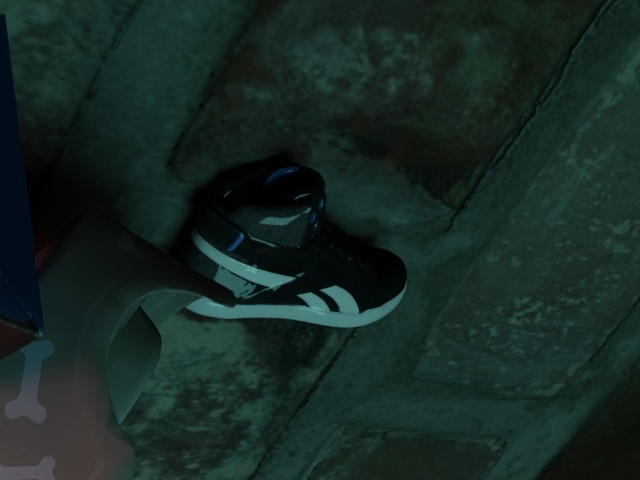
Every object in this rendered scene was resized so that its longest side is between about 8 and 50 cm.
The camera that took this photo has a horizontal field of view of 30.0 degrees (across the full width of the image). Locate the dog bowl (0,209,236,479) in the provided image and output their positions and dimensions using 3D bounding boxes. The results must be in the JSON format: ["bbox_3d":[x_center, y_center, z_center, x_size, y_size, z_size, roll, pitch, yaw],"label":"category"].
[{"bbox_3d":[-0.206,0.123,0.705,0.102,0.349,0.349,44,98,-11],"label":"dog bowl"}]

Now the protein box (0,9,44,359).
[{"bbox_3d":[-0.257,-0.016,0.555,0.201,0.199,0.136,-29,146,21],"label":"protein box"}]

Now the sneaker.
[{"bbox_3d":[0.000,0.000,0.921,0.217,0.079,0.121,-1,130,-37],"label":"sneaker"}]
